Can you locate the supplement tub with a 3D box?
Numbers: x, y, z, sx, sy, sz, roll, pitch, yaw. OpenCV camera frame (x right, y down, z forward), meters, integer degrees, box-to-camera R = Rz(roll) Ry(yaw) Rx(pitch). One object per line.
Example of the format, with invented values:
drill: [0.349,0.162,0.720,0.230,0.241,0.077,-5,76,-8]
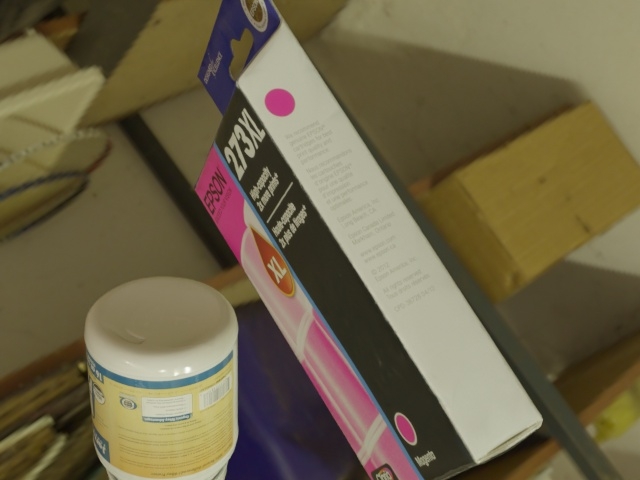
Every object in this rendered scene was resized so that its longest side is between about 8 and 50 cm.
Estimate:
supplement tub: [-0.153,0.151,1.143,0.144,0.144,0.199,-33,137,-43]

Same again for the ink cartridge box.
ink cartridge box: [0.000,0.000,0.815,0.069,0.371,0.176,-25,168,-23]
